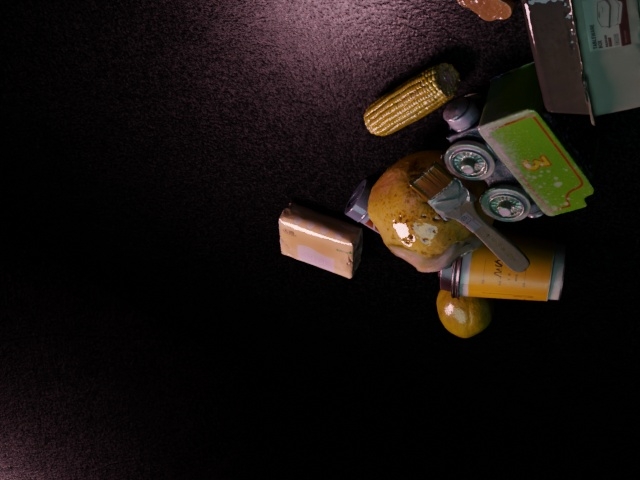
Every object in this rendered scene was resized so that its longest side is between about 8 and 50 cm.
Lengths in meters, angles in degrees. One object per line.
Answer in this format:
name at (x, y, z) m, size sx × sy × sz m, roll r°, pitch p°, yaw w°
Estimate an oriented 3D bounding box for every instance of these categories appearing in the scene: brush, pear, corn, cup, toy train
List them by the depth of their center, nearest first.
toy train at (0.388, -0.177, 1.646) m, size 0.249 × 0.173 × 0.307 m, roll -17°, pitch 130°, yaw 40°
brush at (0.309, -0.034, 1.705) m, size 0.085 × 0.020 × 0.336 m, roll -39°, pitch 119°, yaw 24°
corn at (0.178, -0.277, 1.724) m, size 0.081 × 0.081 × 0.248 m, roll 37°, pitch 149°, yaw -20°
pear at (0.235, -0.070, 1.848) m, size 0.271 × 0.271 × 0.271 m, roll 19°, pitch 151°, yaw 11°
cup at (0.420, 0.053, 1.988) m, size 0.280 × 0.196 × 0.196 m, roll 7°, pitch 147°, yaw 14°
pear at (0.378, 0.169, 2.244) m, size 0.149 × 0.149 × 0.162 m, roll 10°, pitch 130°, yaw 27°

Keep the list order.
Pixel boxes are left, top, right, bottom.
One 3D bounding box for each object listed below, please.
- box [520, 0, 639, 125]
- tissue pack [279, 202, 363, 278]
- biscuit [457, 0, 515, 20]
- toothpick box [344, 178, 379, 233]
box at (0.408, -0.337, 1.304) m, size 0.166 × 0.220 × 0.290 m, roll -4°, pitch 140°, yaw 23°
tissue pack at (0.000, 0.000, 2.313) m, size 0.222 × 0.090 × 0.186 m, roll 19°, pitch 149°, yaw 11°
biscuit at (0.230, -0.455, 1.434) m, size 0.236 × 0.040 × 0.144 m, roll 28°, pitch 143°, yaw 1°
toothpick box at (0.148, -0.068, 2.073) m, size 0.153 × 0.101 × 0.101 m, roll 31°, pitch 151°, yaw -9°
